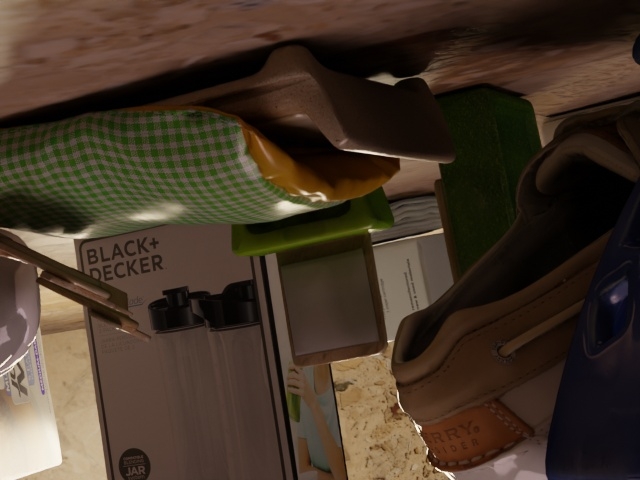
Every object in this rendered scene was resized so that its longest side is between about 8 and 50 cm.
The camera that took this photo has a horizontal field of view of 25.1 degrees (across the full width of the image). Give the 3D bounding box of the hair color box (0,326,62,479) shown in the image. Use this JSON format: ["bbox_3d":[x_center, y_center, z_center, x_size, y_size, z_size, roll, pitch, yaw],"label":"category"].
[{"bbox_3d":[-0.321,0.120,1.189,0.110,0.185,0.339,-11,176,7],"label":"hair color box"}]

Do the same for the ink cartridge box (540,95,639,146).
[{"bbox_3d":[0.311,-0.007,0.890,0.270,0.198,0.197,-12,176,35],"label":"ink cartridge box"}]

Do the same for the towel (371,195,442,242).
[{"bbox_3d":[0.000,0.000,1.370,0.209,0.034,0.285,-11,178,-14],"label":"towel"}]

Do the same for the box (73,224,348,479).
[{"bbox_3d":[-0.080,0.122,1.083,0.169,0.289,0.087,-10,175,28],"label":"box"}]

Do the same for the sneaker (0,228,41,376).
[{"bbox_3d":[-0.303,0.056,0.904,0.281,0.105,0.115,-11,176,25],"label":"sneaker"}]

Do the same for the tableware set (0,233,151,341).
[{"bbox_3d":[-0.156,0.006,0.690,0.169,0.020,0.141,24,175,17],"label":"tableware set"}]

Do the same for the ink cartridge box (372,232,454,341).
[{"bbox_3d":[0.053,0.049,1.318,0.208,0.086,0.153,-13,178,38],"label":"ink cartridge box"}]

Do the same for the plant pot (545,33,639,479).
[{"bbox_3d":[0.240,0.001,0.487,0.236,0.212,0.236,12,167,-19],"label":"plant pot"}]

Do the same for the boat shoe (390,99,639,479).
[{"bbox_3d":[0.145,-0.011,0.625,0.302,0.103,0.113,-50,-164,-29],"label":"boat shoe"}]

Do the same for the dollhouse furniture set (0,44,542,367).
[{"bbox_3d":[-0.014,0.013,0.704,0.198,0.151,0.301,-12,175,25],"label":"dollhouse furniture set"}]
